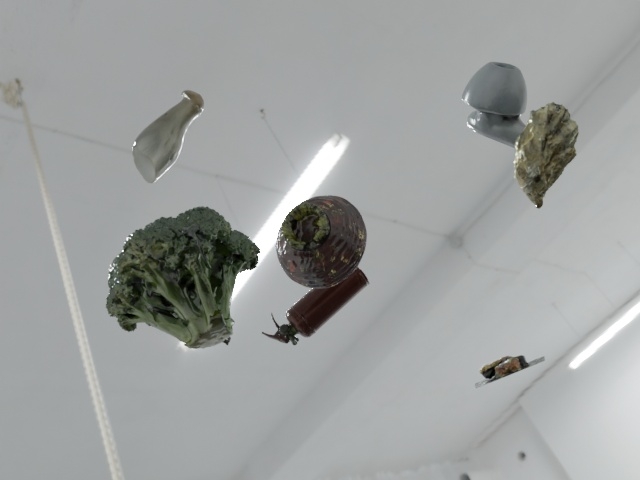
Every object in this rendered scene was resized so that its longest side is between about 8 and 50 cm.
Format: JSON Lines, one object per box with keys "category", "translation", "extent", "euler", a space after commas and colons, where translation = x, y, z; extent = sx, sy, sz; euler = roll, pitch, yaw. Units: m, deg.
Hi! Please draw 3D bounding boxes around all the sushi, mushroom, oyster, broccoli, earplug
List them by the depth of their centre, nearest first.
{"category": "broccoli", "translation": [-0.271, 0.088, 1.403], "extent": [0.321, 0.283, 0.304], "euler": [-45, -30, 26]}
{"category": "oyster", "translation": [0.471, -0.188, 1.454], "extent": [0.209, 0.133, 0.072], "euler": [-60, -8, 22]}
{"category": "mushroom", "translation": [-0.341, -0.237, 1.535], "extent": [0.225, 0.116, 0.093], "euler": [-56, -46, -15]}
{"category": "sushi", "translation": [0.459, 0.308, 1.685], "extent": [0.193, 0.040, 0.210], "euler": [-25, -13, 11]}
{"category": "earplug", "translation": [0.527, -0.377, 1.988], "extent": [0.175, 0.214, 0.325], "euler": [-50, -38, -11]}

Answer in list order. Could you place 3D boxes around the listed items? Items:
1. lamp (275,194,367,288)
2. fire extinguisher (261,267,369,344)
{"category": "lamp", "translation": [0.000, 0.000, 1.686], "extent": [0.247, 0.247, 0.247], "euler": [-18, -38, -15]}
{"category": "fire extinguisher", "translation": [-0.024, 0.187, 2.006], "extent": [0.337, 0.147, 0.106], "euler": [-40, -45, -9]}
